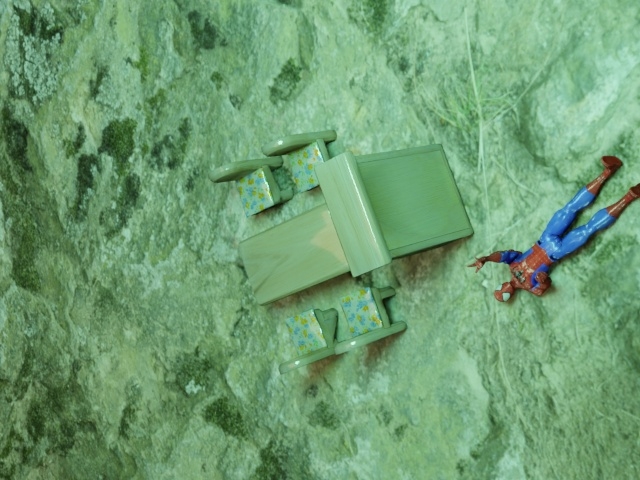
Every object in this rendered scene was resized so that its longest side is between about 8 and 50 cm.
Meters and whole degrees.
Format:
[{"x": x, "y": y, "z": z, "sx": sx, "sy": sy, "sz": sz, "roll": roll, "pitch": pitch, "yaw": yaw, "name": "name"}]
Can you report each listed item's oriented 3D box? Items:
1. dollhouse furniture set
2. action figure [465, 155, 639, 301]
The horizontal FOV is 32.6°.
[{"x": 0.000, "y": 0.000, "z": 1.743, "sx": 0.394, "sy": 0.256, "sz": 0.362, "roll": -24, "pitch": 83, "yaw": 38, "name": "dollhouse furniture set"}, {"x": 0.326, "y": 0.004, "z": 1.574, "sx": 0.091, "sy": 0.139, "sz": 0.280, "roll": 52, "pitch": 127, "yaw": 20, "name": "action figure"}]
